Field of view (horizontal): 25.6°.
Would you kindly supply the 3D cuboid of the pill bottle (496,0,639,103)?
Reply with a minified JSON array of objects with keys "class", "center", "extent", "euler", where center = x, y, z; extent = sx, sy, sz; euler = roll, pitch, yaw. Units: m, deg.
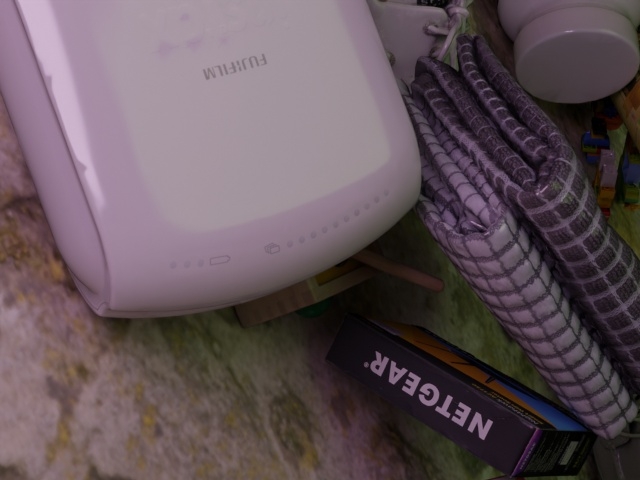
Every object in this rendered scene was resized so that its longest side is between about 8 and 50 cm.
[{"class":"pill bottle","center":[0.272,-0.300,1.551],"extent":[0.162,0.162,0.278],"euler":[31,49,-43]}]

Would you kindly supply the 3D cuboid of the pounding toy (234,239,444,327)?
[{"class":"pounding toy","center":[0.000,0.000,1.053],"extent":[0.130,0.100,0.141],"euler":[-22,90,-56]}]

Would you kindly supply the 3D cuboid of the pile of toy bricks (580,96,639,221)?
[{"class":"pile of toy bricks","center":[0.356,-0.085,1.625],"extent":[0.212,0.118,0.105],"euler":[-80,175,-53]}]

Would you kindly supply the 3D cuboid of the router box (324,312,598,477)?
[{"class":"router box","center":[0.109,0.119,1.077],"extent":[0.133,0.179,0.046],"euler":[14,103,-59]}]

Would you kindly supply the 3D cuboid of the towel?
[{"class":"towel","center":[0.159,-0.014,1.093],"extent":[0.235,0.121,0.284],"euler":[50,8,-32]}]

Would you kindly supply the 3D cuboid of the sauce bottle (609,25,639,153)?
[{"class":"sauce bottle","center":[0.371,-0.184,1.579],"extent":[0.111,0.111,0.344],"euler":[44,19,-33]}]

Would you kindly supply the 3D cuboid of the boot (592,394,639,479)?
[{"class":"boot","center":[0.294,0.159,1.366],"extent":[0.123,0.095,0.258],"euler":[51,24,-60]}]

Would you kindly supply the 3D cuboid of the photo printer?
[{"class":"photo printer","center":[-0.081,-0.111,0.919],"extent":[0.256,0.107,0.307],"euler":[-19,88,-27]}]

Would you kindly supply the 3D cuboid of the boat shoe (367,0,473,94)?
[{"class":"boat shoe","center":[0.076,-0.198,1.220],"extent":[0.367,0.156,0.136],"euler":[57,35,-16]}]

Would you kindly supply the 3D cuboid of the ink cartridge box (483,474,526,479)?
[{"class":"ink cartridge box","center":[0.120,0.287,1.039],"extent":[0.176,0.128,0.127],"euler":[57,35,-16]}]
